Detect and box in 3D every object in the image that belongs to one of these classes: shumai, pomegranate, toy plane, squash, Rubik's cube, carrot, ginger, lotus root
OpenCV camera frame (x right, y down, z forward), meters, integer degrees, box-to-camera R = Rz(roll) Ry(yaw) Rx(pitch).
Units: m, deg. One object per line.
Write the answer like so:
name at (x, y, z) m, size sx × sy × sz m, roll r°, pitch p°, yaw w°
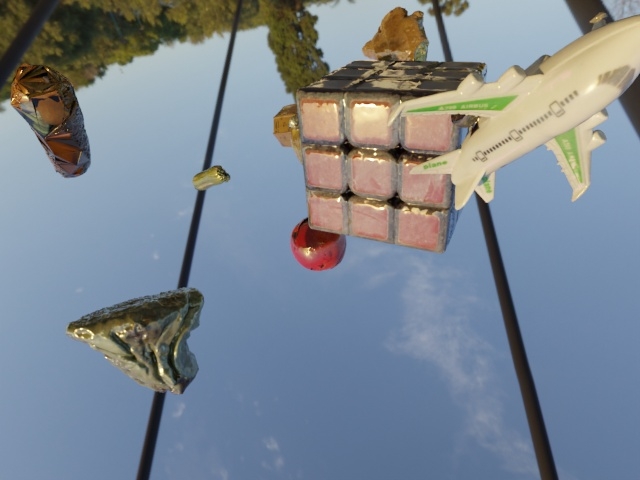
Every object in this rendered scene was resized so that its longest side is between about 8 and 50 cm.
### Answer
shumai at (-0.434, 0.276, 1.035) m, size 0.309 × 0.263 × 0.304 m, roll -11°, pitch -173°, yaw 37°
pomegranate at (0.000, 0.000, 1.507) m, size 0.210 × 0.210 × 0.235 m, roll 7°, pitch -135°, yaw 32°
toy plane at (0.206, -0.126, 0.420) m, size 0.251 × 0.255 × 0.101 m, roll 17°, pitch -120°, yaw -14°
squash at (-0.288, -0.165, 1.087) m, size 0.052 × 0.052 × 0.183 m, roll -43°, pitch -158°, yaw -32°
Rubik's cube at (0.156, -0.192, 0.861) m, size 0.303 × 0.305 × 0.301 m, roll 13°, pitch -145°, yaw 22°
carrot at (-0.349, -0.147, 0.552) m, size 0.069 × 0.069 × 0.228 m, roll -37°, pitch -179°, yaw -26°
ginger at (0.237, -0.662, 1.394) m, size 0.270 × 0.219 × 0.123 m, roll 18°, pitch -150°, yaw 33°
lotus root at (-0.024, -0.227, 0.994) m, size 0.088 × 0.165 × 0.088 m, roll -31°, pitch -161°, yaw 12°

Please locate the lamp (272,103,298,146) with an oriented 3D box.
lamp at (-0.077, -0.411, 1.491) m, size 0.161 × 0.161 × 0.185 m, roll -39°, pitch -147°, yaw -28°
